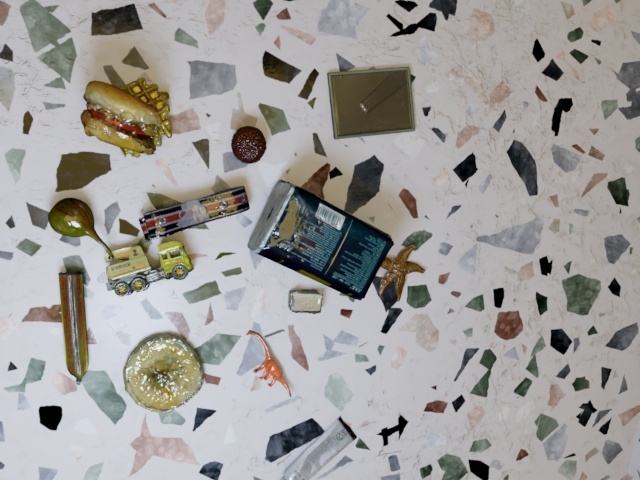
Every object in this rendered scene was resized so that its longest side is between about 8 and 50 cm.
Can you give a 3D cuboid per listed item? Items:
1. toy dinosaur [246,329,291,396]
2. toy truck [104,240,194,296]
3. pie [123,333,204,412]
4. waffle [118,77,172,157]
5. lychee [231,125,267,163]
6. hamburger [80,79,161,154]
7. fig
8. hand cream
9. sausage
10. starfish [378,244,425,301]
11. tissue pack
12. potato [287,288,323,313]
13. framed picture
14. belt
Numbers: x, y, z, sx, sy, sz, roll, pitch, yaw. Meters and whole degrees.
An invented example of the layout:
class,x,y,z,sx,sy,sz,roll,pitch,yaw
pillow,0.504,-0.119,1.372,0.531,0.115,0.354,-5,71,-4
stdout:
class,x,y,z,sx,sy,sz,roll,pitch,yaw
toy dinosaur,-0.190,0.449,1.946,0.101,0.055,0.279,-42,105,-19
toy truck,-0.557,0.079,1.756,0.272,0.124,0.157,-17,91,-12
pie,-0.526,0.449,1.839,0.274,0.055,0.274,-2,96,-16
waffle,-0.568,-0.392,1.731,0.219,0.057,0.229,-30,105,-11
lychee,-0.236,-0.314,1.812,0.123,0.123,0.129,-23,66,-14
hamburger,-0.577,-0.353,1.586,0.244,0.244,0.163,19,89,-18
fig,-0.724,-0.029,1.672,0.236,0.124,0.124,45,82,-2
hand cream,-0.016,0.810,2.039,0.336,0.076,0.121,-38,110,-17
sausage,-0.781,0.282,1.734,0.082,0.082,0.371,-2,98,-17
starfish,0.287,0.116,2.061,0.241,0.043,0.227,15,91,-15
tissue pack,0.000,0.000,1.846,0.417,0.253,0.264,26,89,-18
potato,-0.058,0.216,1.955,0.122,0.061,0.086,4,95,-16
framed picture,0.188,-0.499,1.973,0.324,0.020,0.240,-10,99,-16
belt,-0.405,-0.091,1.781,0.360,0.126,0.094,-20,95,-18
